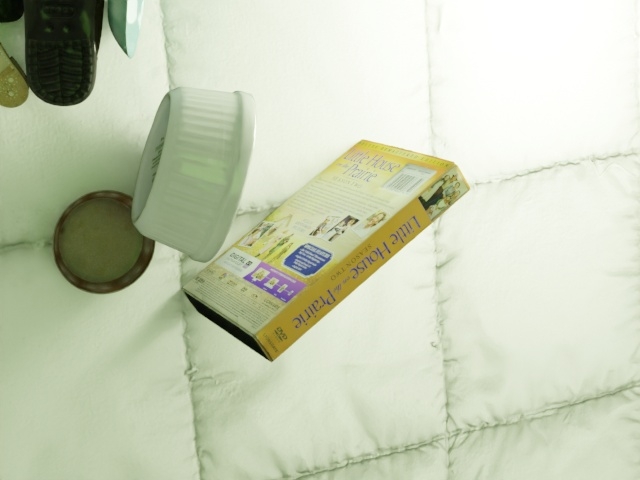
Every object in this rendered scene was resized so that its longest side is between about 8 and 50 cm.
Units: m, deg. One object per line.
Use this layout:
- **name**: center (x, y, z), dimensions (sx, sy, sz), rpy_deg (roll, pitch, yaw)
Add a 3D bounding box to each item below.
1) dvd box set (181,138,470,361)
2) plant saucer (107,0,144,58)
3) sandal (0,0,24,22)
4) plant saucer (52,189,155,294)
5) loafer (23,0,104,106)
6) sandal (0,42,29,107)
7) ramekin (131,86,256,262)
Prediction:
- **dvd box set**: center (0.000, 0.000, 1.859), dimensions (0.420, 0.307, 0.062), rpy_deg (-41, 117, -15)
- **plant saucer**: center (-0.291, -0.371, 1.723), dimensions (0.037, 0.195, 0.195), rpy_deg (8, 96, -3)
- **sandal**: center (-0.521, -0.341, 1.683), dimensions (0.179, 0.040, 0.067), rpy_deg (-11, 105, -24)
- **plant saucer**: center (-0.348, 0.001, 1.841), dimensions (0.168, 0.029, 0.168), rpy_deg (-6, 102, -26)
- **loafer**: center (-0.377, -0.387, 1.687), dimensions (0.133, 0.130, 0.366), rpy_deg (8, 109, -10)
- **sandal**: center (-0.505, -0.271, 1.652), dimensions (0.088, 0.079, 0.240), rpy_deg (-32, 127, 10)
- **ramekin**: center (-0.201, -0.110, 1.769), dimensions (0.127, 0.273, 0.273), rpy_deg (14, 93, -17)
